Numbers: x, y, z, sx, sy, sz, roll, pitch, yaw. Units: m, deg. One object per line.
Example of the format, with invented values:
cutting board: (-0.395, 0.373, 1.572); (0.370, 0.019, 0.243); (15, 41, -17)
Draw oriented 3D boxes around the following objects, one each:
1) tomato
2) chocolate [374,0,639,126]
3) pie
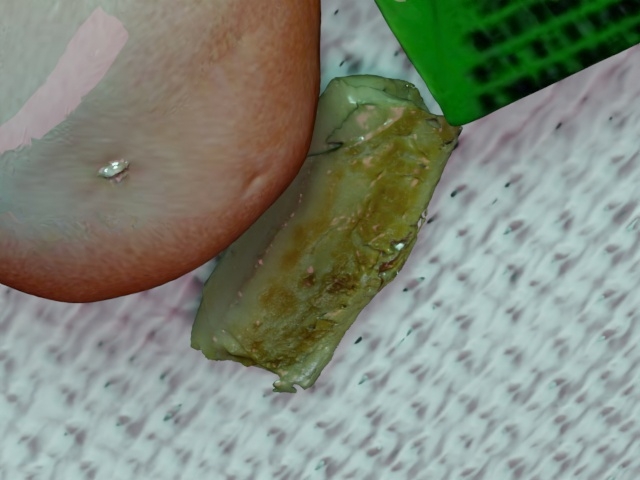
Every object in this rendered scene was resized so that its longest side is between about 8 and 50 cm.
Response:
tomato: (-0.150, -0.128, 1.046); (0.341, 0.273, 0.341); (-3, 125, -4)
chocolate: (0.159, -0.294, 1.042); (0.360, 0.161, 0.341); (-25, 125, 16)
pie: (0.000, 0.000, 1.291); (0.128, 0.068, 0.282); (18, 119, -21)
